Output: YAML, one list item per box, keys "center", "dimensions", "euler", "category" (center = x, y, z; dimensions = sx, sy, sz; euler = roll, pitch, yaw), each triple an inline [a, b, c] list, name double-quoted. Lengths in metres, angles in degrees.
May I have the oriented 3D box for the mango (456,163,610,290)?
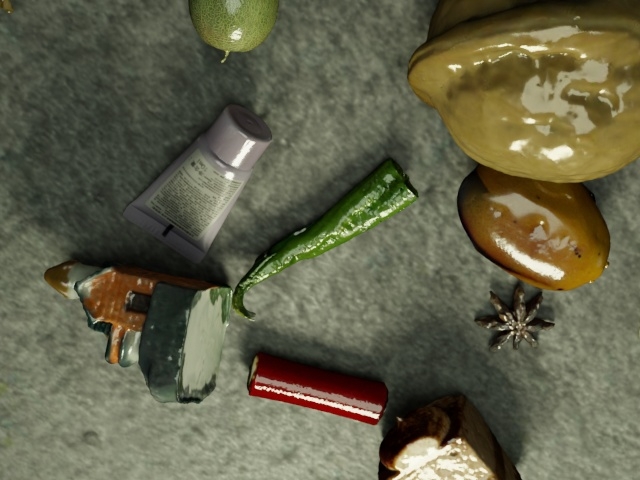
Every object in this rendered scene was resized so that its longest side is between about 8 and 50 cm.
- center: [0.347, -0.031, 1.787]
  dimensions: [0.287, 0.152, 0.201]
  euler: [38, 116, -11]
  category: "mango"

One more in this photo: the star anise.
- center: [0.336, 0.138, 1.901]
  dimensions: [0.141, 0.042, 0.141]
  euler: [-1, 108, -3]
  category: "star anise"

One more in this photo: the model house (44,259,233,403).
- center: [-0.310, 0.129, 1.773]
  dimensions: [0.301, 0.271, 0.190]
  euler: [16, 93, 9]
  category: "model house"

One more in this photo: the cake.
- center: [0.211, 0.398, 1.909]
  dimensions: [0.196, 0.198, 0.293]
  euler: [-35, 102, 14]
  category: "cake"

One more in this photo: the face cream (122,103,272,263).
- center: [-0.188, -0.091, 1.784]
  dimensions: [0.154, 0.096, 0.274]
  euler: [34, 117, -15]
  category: "face cream"

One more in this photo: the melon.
- center: [-0.130, -0.362, 1.660]
  dimensions: [0.139, 0.139, 0.192]
  euler: [7, 104, -5]
  category: "melon"

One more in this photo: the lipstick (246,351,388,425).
- center: [-0.006, 0.256, 1.906]
  dimensions: [0.241, 0.080, 0.080]
  euler: [14, 107, -8]
  category: "lipstick"

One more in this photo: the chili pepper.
- center: [-0.001, 0.000, 1.823]
  dimensions: [0.359, 0.076, 0.085]
  euler: [-37, 87, 5]
  category: "chili pepper"

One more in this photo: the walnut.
- center: [0.340, -0.267, 1.627]
  dimensions: [0.384, 0.383, 0.383]
  euler: [-1, 109, -2]
  category: "walnut"

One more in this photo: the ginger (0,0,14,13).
- center: [-0.584, -0.282, 1.695]
  dimensions: [0.122, 0.084, 0.290]
  euler: [30, 106, -19]
  category: "ginger"
